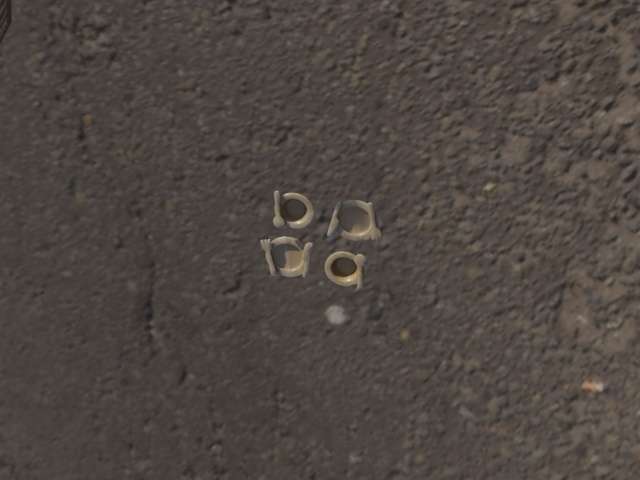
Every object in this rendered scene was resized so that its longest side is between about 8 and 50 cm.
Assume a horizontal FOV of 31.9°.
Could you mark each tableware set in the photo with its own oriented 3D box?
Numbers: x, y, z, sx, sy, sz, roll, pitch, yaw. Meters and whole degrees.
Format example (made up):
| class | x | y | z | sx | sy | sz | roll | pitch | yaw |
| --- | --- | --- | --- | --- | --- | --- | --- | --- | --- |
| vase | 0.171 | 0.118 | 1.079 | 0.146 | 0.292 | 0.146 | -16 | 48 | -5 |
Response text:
| class | x | y | z | sx | sy | sz | roll | pitch | yaw |
| --- | --- | --- | --- | --- | --- | --- | --- | --- | --- |
| tableware set | 0.000 | 0.000 | 1.536 | 0.169 | 0.020 | 0.141 | 9 | 121 | 8 |

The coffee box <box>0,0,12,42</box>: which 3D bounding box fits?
| class | x | y | z | sx | sy | sz | roll | pitch | yaw |
| --- | --- | --- | --- | --- | --- | --- | --- | --- | --- |
| coffee box | -0.589 | -0.444 | 1.853 | 0.119 | 0.168 | 0.297 | 12 | 138 | -5 |
